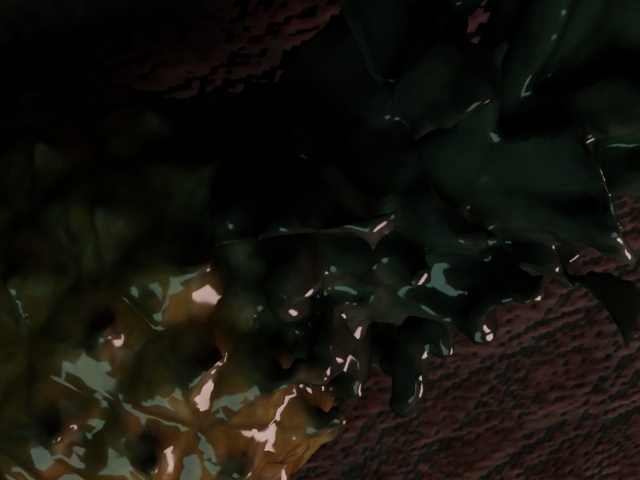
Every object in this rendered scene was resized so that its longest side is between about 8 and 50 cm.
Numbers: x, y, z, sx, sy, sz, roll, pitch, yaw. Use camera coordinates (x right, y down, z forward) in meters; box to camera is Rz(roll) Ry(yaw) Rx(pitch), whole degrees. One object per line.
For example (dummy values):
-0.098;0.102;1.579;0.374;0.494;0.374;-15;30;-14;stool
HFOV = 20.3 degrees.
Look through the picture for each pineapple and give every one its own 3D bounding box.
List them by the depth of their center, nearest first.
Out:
0.000;0.000;0.421;0.248;0.128;0.128;-24;141;19;pineapple
